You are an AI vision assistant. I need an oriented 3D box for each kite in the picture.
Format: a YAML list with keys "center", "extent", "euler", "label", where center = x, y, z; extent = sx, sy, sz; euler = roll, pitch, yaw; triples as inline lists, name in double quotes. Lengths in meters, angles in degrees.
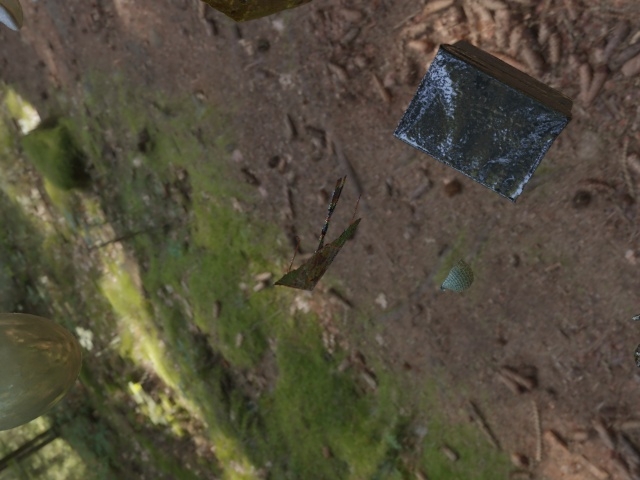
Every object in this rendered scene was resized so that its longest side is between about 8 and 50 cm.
- center: [0.000, 0.000, 1.188]
  extent: [0.006, 0.198, 0.244]
  euler: [39, 141, 22]
  label: "kite"

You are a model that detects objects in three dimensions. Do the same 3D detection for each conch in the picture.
- center: [0.304, 0.082, 1.775]
  extent: [0.056, 0.085, 0.076]
  euler: [26, 146, 17]
  label: "conch"

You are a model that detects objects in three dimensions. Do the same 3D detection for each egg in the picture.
- center: [-0.512, 0.210, 1.321]
  extent: [0.188, 0.253, 0.189]
  euler: [-17, -90, -86]
  label: "egg"

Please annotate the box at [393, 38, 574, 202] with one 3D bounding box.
- center: [0.400, -0.297, 1.978]
  extent: [0.345, 0.204, 0.251]
  euler: [31, 117, 7]
  label: "box"

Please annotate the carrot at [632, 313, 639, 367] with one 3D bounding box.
- center: [0.486, 0.090, 0.852]
  extent: [0.331, 0.193, 0.214]
  euler: [-22, 130, 35]
  label: "carrot"

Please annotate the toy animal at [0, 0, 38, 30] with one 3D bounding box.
- center: [-0.370, -0.250, 0.716]
  extent: [0.104, 0.220, 0.131]
  euler: [-124, 29, -64]
  label: "toy animal"

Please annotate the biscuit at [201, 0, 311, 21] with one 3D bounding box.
- center: [-0.070, -0.480, 1.184]
  extent: [0.046, 0.359, 0.359]
  euler: [52, 147, 36]
  label: "biscuit"
